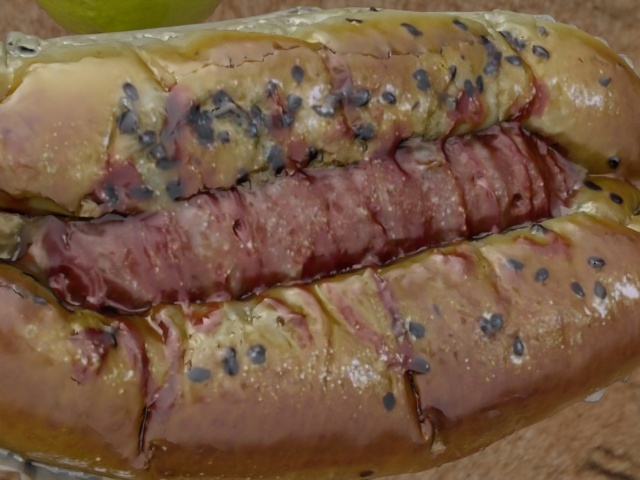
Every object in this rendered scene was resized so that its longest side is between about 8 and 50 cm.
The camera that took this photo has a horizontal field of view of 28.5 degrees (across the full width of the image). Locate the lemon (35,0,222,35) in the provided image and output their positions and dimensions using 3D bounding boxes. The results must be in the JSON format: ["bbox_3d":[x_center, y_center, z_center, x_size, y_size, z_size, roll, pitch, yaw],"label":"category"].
[{"bbox_3d":[-0.131,-0.232,0.848,0.184,0.184,0.248,-9,100,-6],"label":"lemon"}]

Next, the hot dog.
[{"bbox_3d":[0.000,0.000,0.373,0.268,0.075,0.144,-7,79,-25],"label":"hot dog"}]
